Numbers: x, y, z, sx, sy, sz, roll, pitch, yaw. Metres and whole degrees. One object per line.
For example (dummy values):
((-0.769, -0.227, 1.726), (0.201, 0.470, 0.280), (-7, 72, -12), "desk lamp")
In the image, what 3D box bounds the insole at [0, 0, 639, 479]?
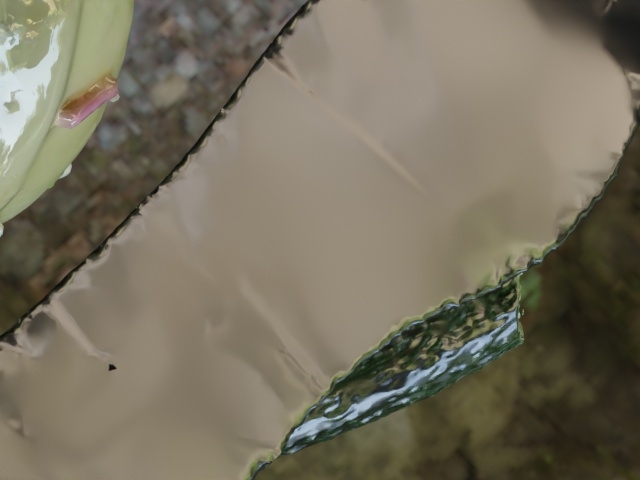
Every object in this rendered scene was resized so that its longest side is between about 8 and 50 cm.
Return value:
((0.000, 0.000, 0.557), (0.348, 0.119, 0.009), (-45, -164, -28), "insole")

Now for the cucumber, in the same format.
((0.003, 0.067, 0.877), (0.214, 0.058, 0.052), (-24, -178, -8), "cucumber")

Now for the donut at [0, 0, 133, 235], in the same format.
((-0.234, -0.138, 0.962), (0.371, 0.307, 0.150), (-48, 161, 30), "donut")
